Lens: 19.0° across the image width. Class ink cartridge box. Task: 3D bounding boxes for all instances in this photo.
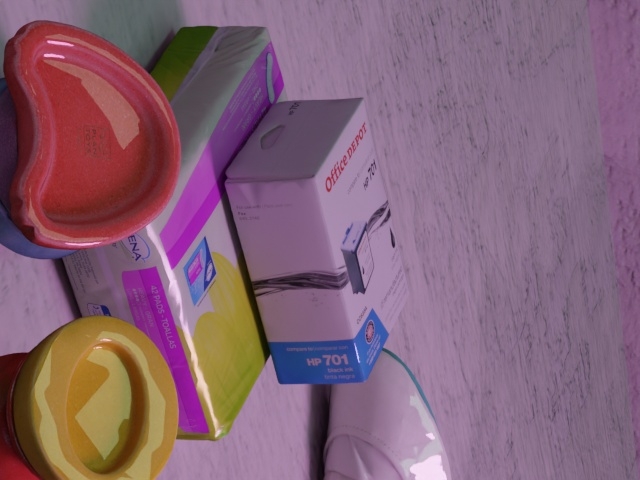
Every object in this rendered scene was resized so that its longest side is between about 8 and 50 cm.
[{"bbox_3d":[0.000,0.000,1.536,0.140,0.082,0.191,-60,143,-53],"label":"ink cartridge box"}]

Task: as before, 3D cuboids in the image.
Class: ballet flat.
[{"bbox_3d":[0.064,0.300,1.937,0.139,0.139,0.400,-58,142,-54],"label":"ballet flat"}]

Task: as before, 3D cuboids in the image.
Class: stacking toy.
[{"bbox_3d":[-0.233,0.010,1.251,0.279,0.130,0.309,17,69,-41],"label":"stacking toy"}]

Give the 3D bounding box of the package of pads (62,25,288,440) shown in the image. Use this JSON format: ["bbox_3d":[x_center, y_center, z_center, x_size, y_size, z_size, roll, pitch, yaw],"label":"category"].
[{"bbox_3d":[-0.095,-0.006,1.542,0.296,0.101,0.229,-63,145,-49],"label":"package of pads"}]
